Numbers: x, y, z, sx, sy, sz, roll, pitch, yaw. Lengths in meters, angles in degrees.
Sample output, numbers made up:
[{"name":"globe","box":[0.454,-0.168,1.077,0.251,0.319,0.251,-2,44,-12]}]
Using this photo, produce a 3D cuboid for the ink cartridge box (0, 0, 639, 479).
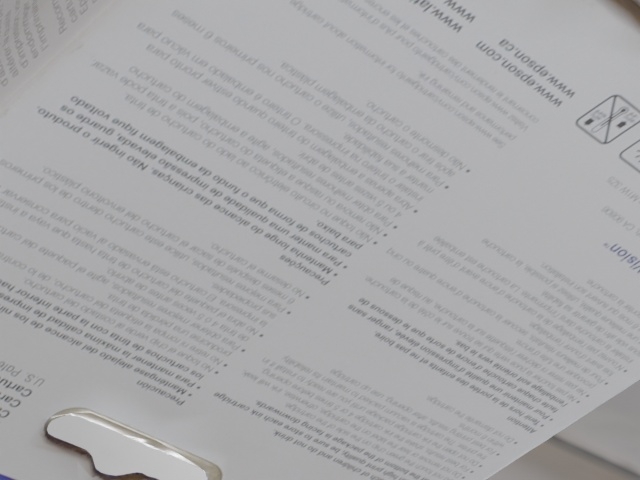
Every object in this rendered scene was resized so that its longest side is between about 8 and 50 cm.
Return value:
[{"name":"ink cartridge box","box":[0.000,0.000,0.441,0.224,0.045,0.223,-39,-48,24]}]
